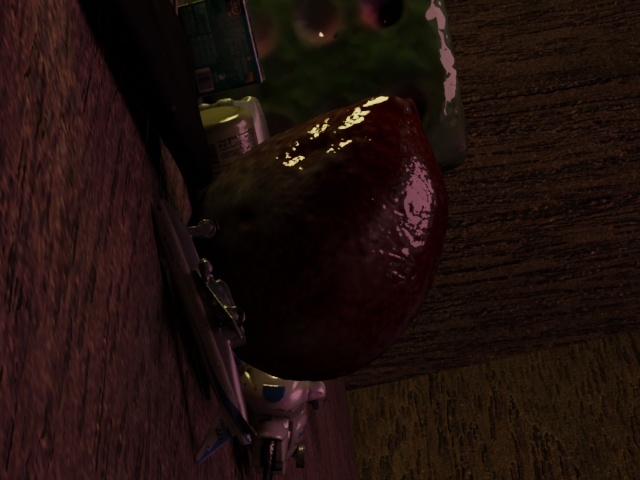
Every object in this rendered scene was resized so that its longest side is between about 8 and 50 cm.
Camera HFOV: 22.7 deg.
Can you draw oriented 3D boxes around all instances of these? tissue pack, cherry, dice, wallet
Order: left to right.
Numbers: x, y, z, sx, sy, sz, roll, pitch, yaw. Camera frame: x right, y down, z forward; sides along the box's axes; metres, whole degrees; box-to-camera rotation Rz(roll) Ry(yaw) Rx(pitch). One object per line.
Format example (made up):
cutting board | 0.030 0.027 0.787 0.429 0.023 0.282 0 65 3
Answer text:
wallet | -0.153 -0.184 1.358 0.321 0.044 0.170 68 9 -63
tissue pack | -0.118 -0.235 1.907 0.079 0.085 0.111 -94 171 -81
cherry | 0.000 0.000 1.438 0.203 0.300 0.230 34 8 -28
dice | 0.014 -0.222 2.103 0.330 0.322 0.318 17 62 -85

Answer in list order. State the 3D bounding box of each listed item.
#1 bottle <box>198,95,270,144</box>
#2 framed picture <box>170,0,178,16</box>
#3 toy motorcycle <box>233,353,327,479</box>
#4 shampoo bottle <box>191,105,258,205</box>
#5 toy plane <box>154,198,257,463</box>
bottle | -0.082 -0.020 1.743 0.083 0.083 0.270 9 73 -87
framed picture | -0.151 -0.318 1.623 0.197 0.014 0.252 -98 -169 -53
toy motorcycle | -0.044 0.160 1.627 0.221 0.102 0.150 -79 173 -81
shampoo bottle | -0.093 -0.053 1.650 0.079 0.079 0.162 -95 173 -71
toy plane | -0.093 0.069 1.318 0.226 0.058 0.226 120 -39 -69
